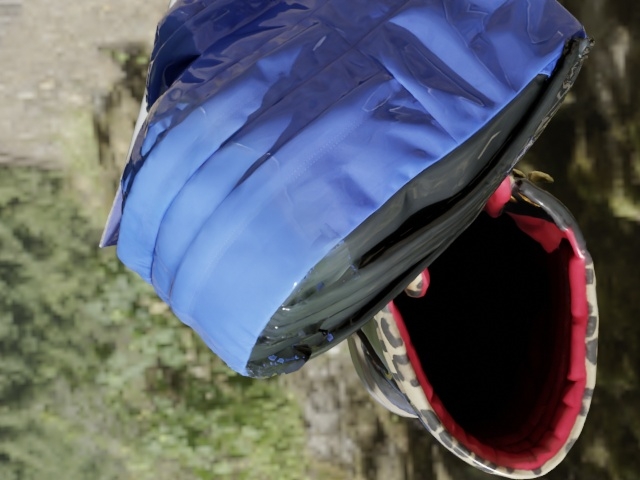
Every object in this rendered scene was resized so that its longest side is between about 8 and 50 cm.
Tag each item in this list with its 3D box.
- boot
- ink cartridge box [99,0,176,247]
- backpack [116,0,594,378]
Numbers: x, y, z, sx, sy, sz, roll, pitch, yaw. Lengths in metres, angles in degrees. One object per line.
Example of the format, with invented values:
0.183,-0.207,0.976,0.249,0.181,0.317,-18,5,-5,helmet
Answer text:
0.055,-0.046,0.868,0.138,0.377,0.284,-12,-173,-6,boot
-0.086,-0.138,1.440,0.072,0.307,0.303,20,-169,18,ink cartridge box
-0.004,-0.026,0.395,0.120,0.101,0.098,-46,167,-23,backpack
